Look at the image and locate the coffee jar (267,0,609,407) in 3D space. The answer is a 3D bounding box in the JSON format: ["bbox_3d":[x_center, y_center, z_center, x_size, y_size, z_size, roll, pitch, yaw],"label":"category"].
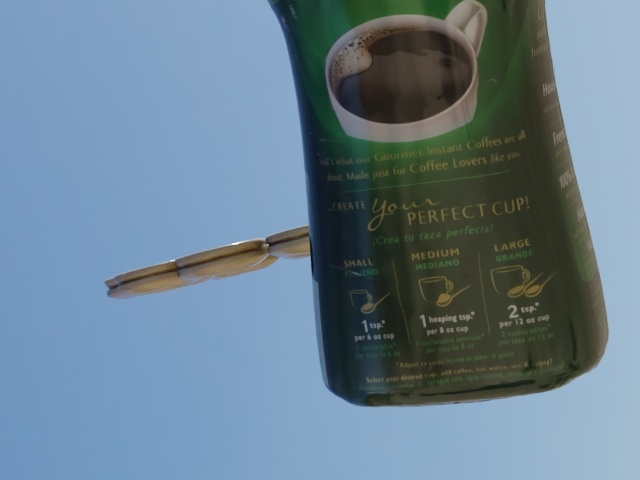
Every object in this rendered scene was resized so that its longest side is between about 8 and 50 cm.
[{"bbox_3d":[0.035,-0.044,0.617,0.079,0.096,0.184,-50,-47,-70],"label":"coffee jar"}]

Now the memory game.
[{"bbox_3d":[0.000,0.000,0.804,0.186,0.186,0.012,-11,-93,-68],"label":"memory game"}]
